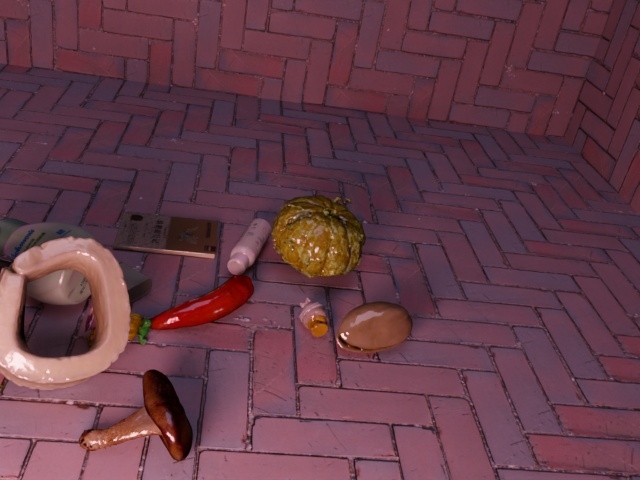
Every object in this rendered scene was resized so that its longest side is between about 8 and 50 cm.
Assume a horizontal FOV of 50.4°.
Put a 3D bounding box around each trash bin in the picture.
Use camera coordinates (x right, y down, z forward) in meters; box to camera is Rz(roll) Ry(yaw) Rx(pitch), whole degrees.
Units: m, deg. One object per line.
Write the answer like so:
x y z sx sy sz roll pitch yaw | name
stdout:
-0.553 0.116 1.879 0.130 0.059 0.116 25 33 21 | trash bin

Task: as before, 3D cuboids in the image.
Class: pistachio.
0.146 0.234 1.845 0.226 0.135 0.136 -11 36 -23 | pistachio

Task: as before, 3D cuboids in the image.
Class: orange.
0.000 0.000 2.103 0.300 0.223 0.301 0 37 -27 | orange

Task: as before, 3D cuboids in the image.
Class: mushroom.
-0.387 0.396 1.413 0.218 0.148 0.227 -23 31 -18 | mushroom

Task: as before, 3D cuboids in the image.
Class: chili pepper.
-0.298 0.160 1.861 0.137 0.091 0.368 18 26 36 | chili pepper

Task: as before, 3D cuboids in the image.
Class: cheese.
-0.586 0.158 1.521 0.292 0.153 0.332 4 70 -29 | cheese

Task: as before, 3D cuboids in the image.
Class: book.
-0.487 -0.020 2.174 0.310 0.021 0.217 5 30 -9 | book

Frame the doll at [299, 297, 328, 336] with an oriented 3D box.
-0.014 0.212 1.890 0.084 0.073 0.127 31 19 -37 | doll

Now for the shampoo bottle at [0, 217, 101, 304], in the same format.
-0.757 0.040 1.829 0.350 0.151 0.221 17 69 25 | shampoo bottle

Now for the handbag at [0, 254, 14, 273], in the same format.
-0.844 0.145 1.585 0.247 0.080 0.223 -29 16 23 | handbag

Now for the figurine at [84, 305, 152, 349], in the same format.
-0.505 0.230 1.693 0.156 0.114 0.095 17 -10 -29 | figurine

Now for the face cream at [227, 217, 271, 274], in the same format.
-0.225 0.022 2.128 0.082 0.082 0.269 14 31 5 | face cream
